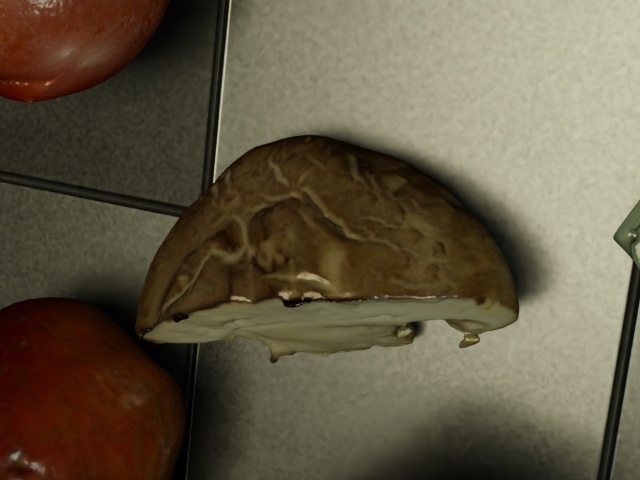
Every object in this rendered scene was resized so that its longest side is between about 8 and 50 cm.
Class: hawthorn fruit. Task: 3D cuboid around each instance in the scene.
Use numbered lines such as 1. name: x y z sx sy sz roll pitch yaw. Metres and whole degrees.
1. hawthorn fruit: -0.224 0.168 1.022 0.224 0.261 0.224 8 109 25

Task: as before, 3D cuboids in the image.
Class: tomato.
1. tomato: -0.207 -0.195 0.973 0.208 0.208 0.184 26 108 16

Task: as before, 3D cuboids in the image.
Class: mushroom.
1. mushroom: 0.000 0.000 0.984 0.286 0.156 0.151 -4 70 22

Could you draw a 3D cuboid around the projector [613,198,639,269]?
1. projector: 0.339 -0.007 0.843 0.250 0.108 0.198 38 110 12
